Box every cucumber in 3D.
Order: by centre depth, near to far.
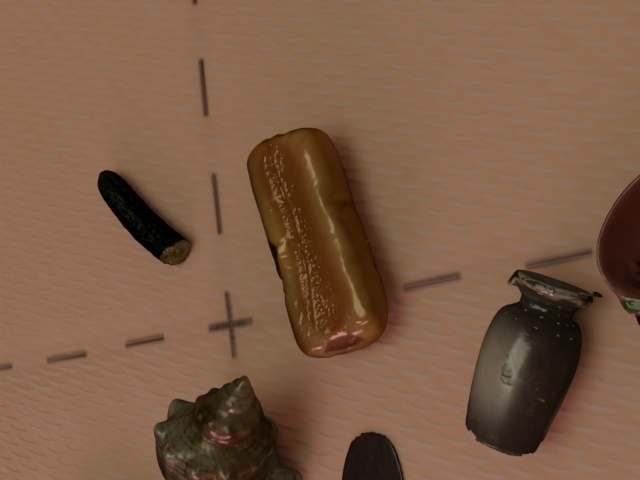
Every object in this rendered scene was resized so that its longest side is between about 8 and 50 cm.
[{"bbox_3d":[-0.276,-0.039,1.860,0.215,0.052,0.058,42,120,31],"label":"cucumber"}]

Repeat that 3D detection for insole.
[{"bbox_3d":[0.068,0.414,1.604,0.111,0.007,0.327,0,88,39],"label":"insole"}]

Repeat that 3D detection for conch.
[{"bbox_3d":[-0.125,0.303,1.675,0.203,0.169,0.386,25,146,12],"label":"conch"}]

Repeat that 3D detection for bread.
[{"bbox_3d":[0.000,0.000,1.622,0.142,0.091,0.305,-24,73,27],"label":"bread"}]

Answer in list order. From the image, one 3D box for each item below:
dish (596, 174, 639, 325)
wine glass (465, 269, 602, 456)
[{"bbox_3d":[0.410,0.013,1.310,0.213,0.090,0.213,-4,83,36],"label":"dish"},{"bbox_3d":[0.238,0.139,1.420,0.111,0.111,0.204,25,101,36],"label":"wine glass"}]
